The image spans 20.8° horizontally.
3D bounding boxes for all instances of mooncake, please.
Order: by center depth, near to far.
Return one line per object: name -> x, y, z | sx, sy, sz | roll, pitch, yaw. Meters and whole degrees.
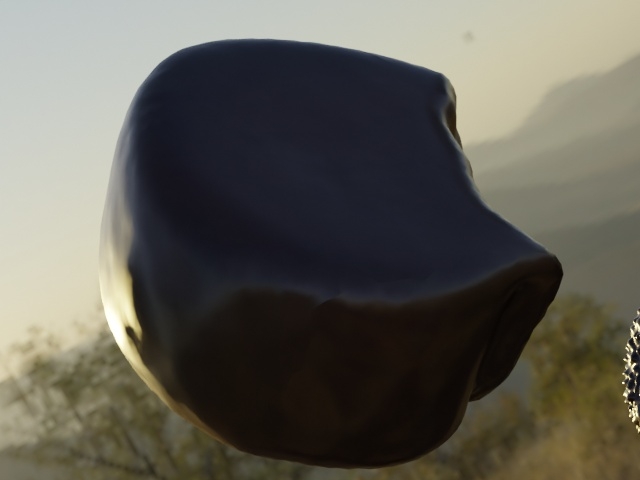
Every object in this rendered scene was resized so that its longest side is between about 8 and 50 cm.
mooncake -> 0.000, 0.000, 1.190 | 0.333, 0.326, 0.174 | -21, -43, -45

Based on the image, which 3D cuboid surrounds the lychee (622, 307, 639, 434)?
lychee -> 0.437, 0.113, 1.707 | 0.271, 0.271, 0.271 | -29, 1, 0
